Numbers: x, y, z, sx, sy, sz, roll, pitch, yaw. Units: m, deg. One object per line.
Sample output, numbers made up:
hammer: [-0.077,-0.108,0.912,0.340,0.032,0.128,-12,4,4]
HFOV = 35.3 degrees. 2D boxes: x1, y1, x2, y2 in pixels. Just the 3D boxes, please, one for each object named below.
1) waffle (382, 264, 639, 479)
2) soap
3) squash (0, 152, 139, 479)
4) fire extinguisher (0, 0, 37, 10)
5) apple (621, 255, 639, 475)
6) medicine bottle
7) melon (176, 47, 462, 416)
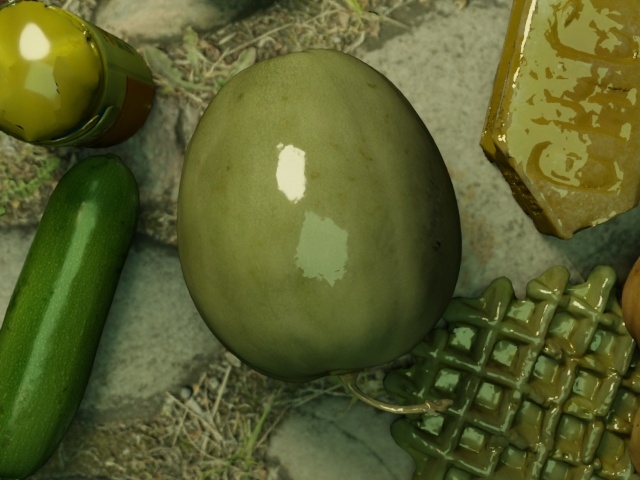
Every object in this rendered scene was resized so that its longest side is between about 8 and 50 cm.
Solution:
waffle: [0.224,0.187,1.026,0.292,0.056,0.309,-21,96,0]
soap: [0.250,-0.130,0.991,0.160,0.080,0.257,12,93,-2]
squash: [-0.265,0.094,0.986,0.101,0.101,0.378,21,95,-3]
fire extinguisher: [-0.322,-0.265,0.985,0.078,0.045,0.157,-22,96,17]
apple: [0.427,0.124,0.944,0.251,0.163,0.293,-5,93,-17]
medicine bottle: [-0.227,-0.140,0.899,0.124,0.239,0.124,0,96,1]
melon: [-0.001,-0.016,0.910,0.272,0.272,0.308,12,77,-2]
